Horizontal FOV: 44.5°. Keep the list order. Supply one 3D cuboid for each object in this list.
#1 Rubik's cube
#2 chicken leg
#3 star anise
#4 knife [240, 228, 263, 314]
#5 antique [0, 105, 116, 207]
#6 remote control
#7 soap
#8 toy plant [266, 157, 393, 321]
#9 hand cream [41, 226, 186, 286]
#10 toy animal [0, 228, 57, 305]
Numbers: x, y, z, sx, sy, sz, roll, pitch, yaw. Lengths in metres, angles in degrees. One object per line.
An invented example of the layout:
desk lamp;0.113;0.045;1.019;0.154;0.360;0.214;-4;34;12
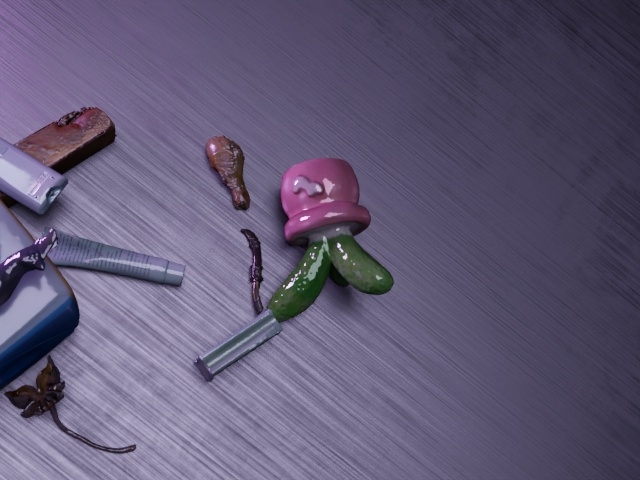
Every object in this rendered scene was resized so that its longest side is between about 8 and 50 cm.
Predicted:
Rubik's cube;-0.714;0.121;1.547;0.351;0.352;0.347;-40;87;-21
chicken leg;-0.218;-0.168;1.936;0.085;0.069;0.198;-20;87;-19
star anise;-0.538;0.378;1.701;0.148;0.218;0.227;-71;146;-50
knife;-0.156;0.073;1.902;0.045;0.021;0.222;-5;71;-19
antique;-0.625;-0.205;1.815;0.310;0.087;0.093;-38;86;-22
remote control;-0.704;-0.175;1.711;0.293;0.051;0.103;32;68;-4
soap;-0.188;0.241;1.792;0.198;0.114;0.063;-33;86;-21
toy plant;-0.002;-0.006;1.888;0.317;0.210;0.356;-14;80;14
hand cream;-0.477;0.044;1.797;0.331;0.058;0.085;14;72;-12
toy animal;-0.634;0.103;1.346;0.367;0.081;0.206;-7;80;-11
